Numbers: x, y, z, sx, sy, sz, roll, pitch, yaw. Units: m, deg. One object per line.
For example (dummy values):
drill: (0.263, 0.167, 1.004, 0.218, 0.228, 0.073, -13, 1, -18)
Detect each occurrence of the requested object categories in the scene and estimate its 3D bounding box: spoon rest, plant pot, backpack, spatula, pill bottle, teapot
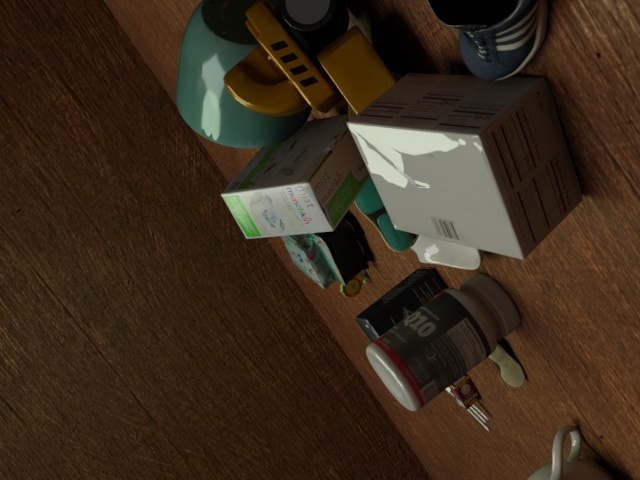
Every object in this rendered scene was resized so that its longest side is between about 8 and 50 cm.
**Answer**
spoon rest: (0.243, 0.004, 1.671, 0.137, 0.084, 0.276, 55, 169, -2)
plant pot: (-0.152, -0.373, 1.714, 0.293, 0.293, 0.235, 49, 154, 24)
backpack: (0.000, 0.000, 2.401, 0.253, 0.191, 0.225, 49, 169, 49)
spatula: (0.401, 0.445, 2.432, 0.242, 0.019, 0.168, 43, 168, 28)
pill bottle: (0.248, 0.198, 1.700, 0.161, 0.283, 0.161, 52, 168, 15)
teapot: (0.548, 0.550, 1.799, 0.253, 0.187, 0.256, 34, 138, 8)

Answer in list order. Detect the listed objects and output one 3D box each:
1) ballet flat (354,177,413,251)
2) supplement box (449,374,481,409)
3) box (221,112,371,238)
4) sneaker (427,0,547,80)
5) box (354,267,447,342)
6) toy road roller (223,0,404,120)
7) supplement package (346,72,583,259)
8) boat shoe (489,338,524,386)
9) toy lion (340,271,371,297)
ballet flat: (0.131, -0.079, 1.911, 0.086, 0.086, 0.248, 35, 159, 58)
supplement box: (0.389, 0.407, 2.297, 0.083, 0.055, 0.043, 58, 168, -19)
box: (-0.032, -0.137, 1.732, 0.231, 0.262, 0.126, -5, 125, 36)
sneaker: (0.183, -0.272, 0.970, 0.131, 0.148, 0.350, 51, 168, 15)
box: (0.211, 0.184, 1.992, 0.153, 0.207, 0.108, 56, 168, -6)
toy road roller: (-0.007, -0.263, 1.416, 0.329, 0.241, 0.202, 52, -170, 0)
supplement package: (0.203, -0.114, 1.206, 0.262, 0.145, 0.204, 17, 141, 52)
boat shoe: (0.408, 0.267, 1.869, 0.133, 0.049, 0.042, 51, -162, -16)
toy lion: (0.097, 0.120, 2.540, 0.034, 0.096, 0.100, 38, 159, 55)
